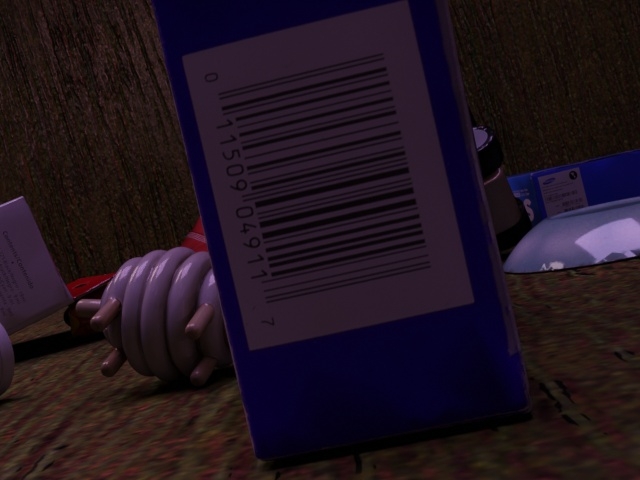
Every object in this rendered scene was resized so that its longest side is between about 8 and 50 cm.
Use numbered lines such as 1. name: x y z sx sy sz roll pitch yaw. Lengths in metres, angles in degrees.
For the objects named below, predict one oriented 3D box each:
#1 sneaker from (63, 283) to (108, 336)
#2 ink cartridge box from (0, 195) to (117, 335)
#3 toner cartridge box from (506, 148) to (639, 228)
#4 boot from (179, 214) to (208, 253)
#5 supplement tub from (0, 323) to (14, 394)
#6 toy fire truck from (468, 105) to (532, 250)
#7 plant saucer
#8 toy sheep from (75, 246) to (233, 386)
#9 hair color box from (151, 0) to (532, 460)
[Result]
1. sneaker: -0.274 0.078 1.107 0.067 0.064 0.175 -9 1 -8
2. ink cartridge box: -0.400 0.048 1.067 0.271 0.130 0.309 -28 8 -26
3. toner cartridge box: 0.303 -0.062 1.325 0.165 0.075 0.348 -12 1 -14
4. boot: -0.067 -0.018 0.827 0.088 0.176 0.244 30 -16 -20
5. supplement tub: -0.275 0.091 0.632 0.071 0.071 0.107 -11 2 32
6. toy fire truck: 0.059 -0.054 0.962 0.246 0.159 0.217 -28 30 4
7. plant saucer: 0.243 -0.011 0.764 0.194 0.038 0.195 -13 2 0
8. toy sheep: -0.091 0.046 0.561 0.132 0.091 0.091 7 7 14
9. hair color box: 0.024 -0.029 0.475 0.110 0.185 0.339 -12 2 5
